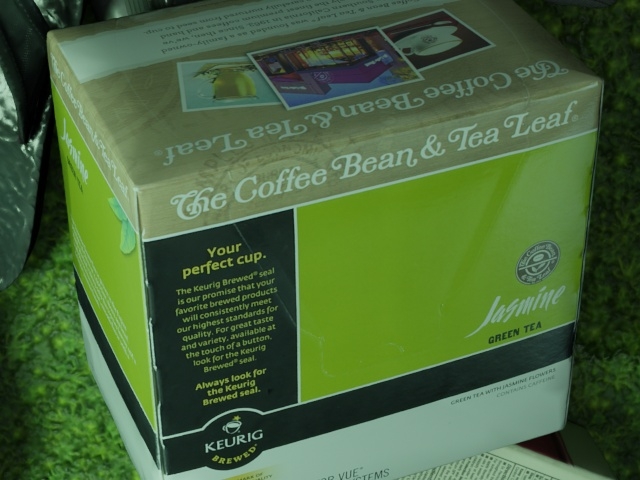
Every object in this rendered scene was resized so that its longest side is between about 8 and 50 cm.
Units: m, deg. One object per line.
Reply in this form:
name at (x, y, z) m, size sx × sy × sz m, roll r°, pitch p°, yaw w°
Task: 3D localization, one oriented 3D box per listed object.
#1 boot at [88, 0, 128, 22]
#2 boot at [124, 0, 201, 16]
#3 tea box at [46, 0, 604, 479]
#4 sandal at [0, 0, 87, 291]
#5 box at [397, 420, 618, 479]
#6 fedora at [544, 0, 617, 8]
boot at (-0.234, -0.216, 1.207) m, size 0.209 × 0.076 × 0.189 m, roll -2°, pitch 93°, yaw -10°
boot at (-0.056, -0.305, 1.164) m, size 0.223 × 0.118 × 0.338 m, roll -18°, pitch 112°, yaw -24°
tea box at (0.000, 0.000, 1.125) m, size 0.329 × 0.220 × 0.323 m, roll -13°, pitch 129°, yaw -18°
sandal at (-0.264, -0.139, 1.155) m, size 0.168 × 0.107 × 0.445 m, roll 10°, pitch 119°, yaw 4°
box at (0.111, 0.207, 1.325) m, size 0.232 × 0.127 × 0.148 m, roll 22°, pitch 104°, yaw -10°
fedora at (0.164, -0.252, 1.140) m, size 0.276 × 0.243 × 0.124 m, roll 17°, pitch 112°, yaw -26°
